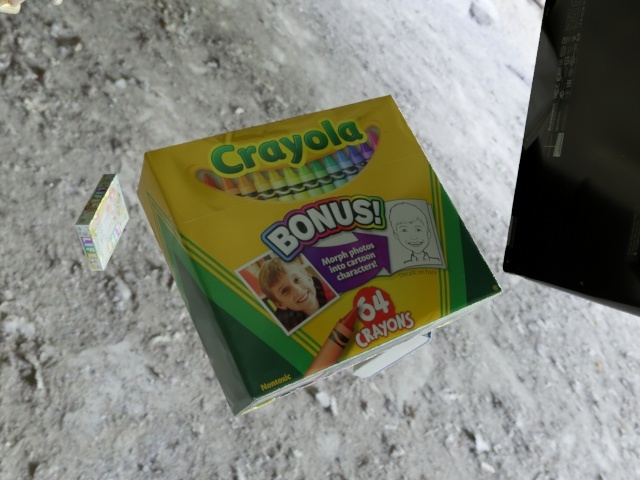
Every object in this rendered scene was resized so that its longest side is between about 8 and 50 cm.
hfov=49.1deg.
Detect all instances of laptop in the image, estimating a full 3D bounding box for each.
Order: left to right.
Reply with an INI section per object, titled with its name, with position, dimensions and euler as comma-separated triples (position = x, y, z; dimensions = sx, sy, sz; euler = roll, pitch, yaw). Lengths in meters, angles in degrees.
[laptop]
position = 0.327, -0.138, 0.652
dimensions = 0.236, 0.382, 0.408
euler = 6, 6, -15

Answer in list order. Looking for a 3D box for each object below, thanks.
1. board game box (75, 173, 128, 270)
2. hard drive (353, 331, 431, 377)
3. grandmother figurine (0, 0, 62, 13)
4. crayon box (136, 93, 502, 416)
[board game box]
position = -0.390, -0.035, 1.260
dimensions = 0.026, 0.103, 0.154
euler = 1, 40, 5
[hard drive]
position = 0.133, 0.068, 1.280
dimensions = 0.040, 0.210, 0.319
euler = 19, 55, -19
[grandmother figurine]
position = -0.549, -0.581, 1.424
dimensions = 0.104, 0.342, 0.208
euler = -14, 85, -60
[crayon box]
position = 0.000, 0.000, 0.885
dimensions = 0.363, 0.106, 0.313
euler = -19, 74, -28
